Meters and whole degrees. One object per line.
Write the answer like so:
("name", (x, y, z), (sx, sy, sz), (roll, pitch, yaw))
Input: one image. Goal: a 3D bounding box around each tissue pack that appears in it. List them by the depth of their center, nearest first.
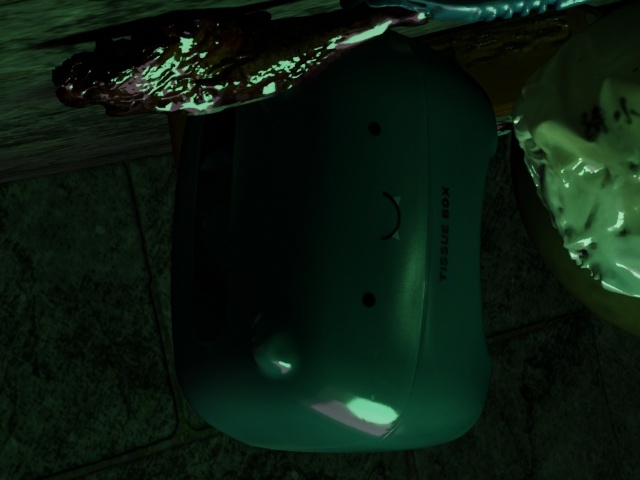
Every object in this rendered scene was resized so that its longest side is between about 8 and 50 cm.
("tissue pack", (0.340, -0.108, 1.233), (0.375, 0.195, 0.390), (-16, -170, 22))
("tissue pack", (0.000, 0.000, 1.305), (0.206, 0.287, 0.198), (14, 165, -43))

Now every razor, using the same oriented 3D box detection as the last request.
("razor", (0.136, -0.140, 0.949), (0.253, 0.042, 0.082), (-13, -179, -5))

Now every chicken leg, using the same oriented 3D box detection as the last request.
("chicken leg", (-0.043, -0.103, 1.023), (0.205, 0.053, 0.093), (-17, 169, -23))

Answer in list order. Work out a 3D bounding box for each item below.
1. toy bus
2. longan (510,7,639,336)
("toy bus", (0.051, -0.118, 1.621), (0.409, 0.093, 0.092), (-12, 174, 26))
("longan", (0.326, -0.064, 1.744), (0.319, 0.319, 0.319), (-12, -178, 0))
